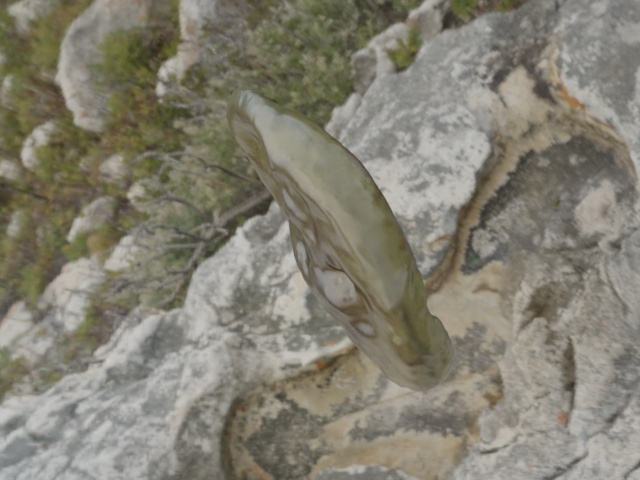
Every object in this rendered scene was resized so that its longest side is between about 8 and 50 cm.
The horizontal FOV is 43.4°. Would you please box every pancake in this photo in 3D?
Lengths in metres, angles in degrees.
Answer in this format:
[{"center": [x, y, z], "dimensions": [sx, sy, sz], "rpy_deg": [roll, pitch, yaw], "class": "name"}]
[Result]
[{"center": [0.000, 0.000, 0.519], "dimensions": [0.050, 0.242, 0.242], "rpy_deg": [-32, 55, -9], "class": "pancake"}]
